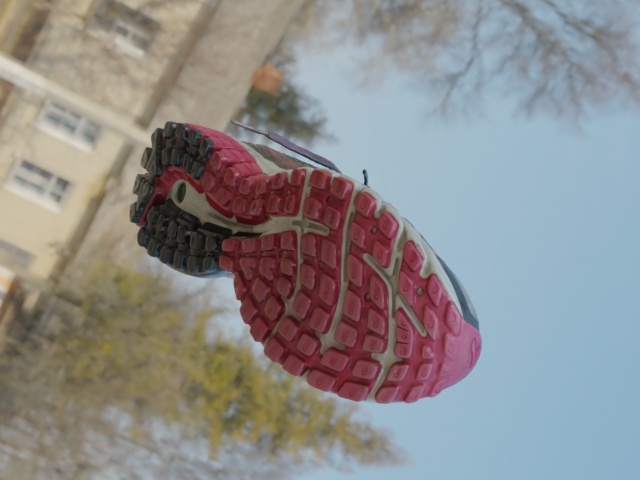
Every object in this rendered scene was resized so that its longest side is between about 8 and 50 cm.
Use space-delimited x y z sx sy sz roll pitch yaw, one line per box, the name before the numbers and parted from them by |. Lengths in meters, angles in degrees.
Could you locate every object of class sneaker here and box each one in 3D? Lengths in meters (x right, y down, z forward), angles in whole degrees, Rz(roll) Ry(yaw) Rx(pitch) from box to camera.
sneaker | 0.000 0.000 0.843 0.299 0.112 0.120 36 -68 47
